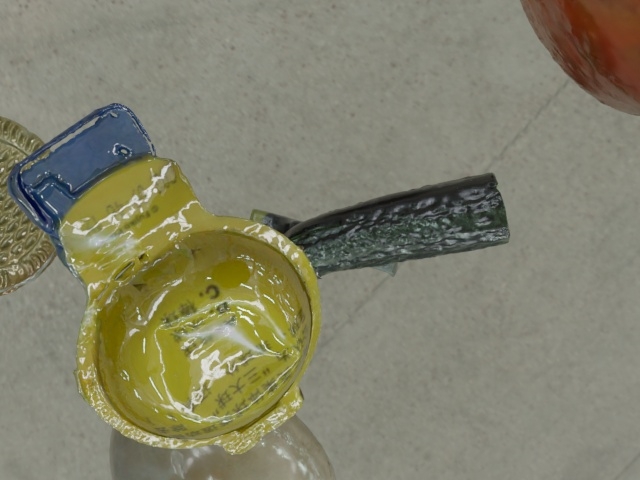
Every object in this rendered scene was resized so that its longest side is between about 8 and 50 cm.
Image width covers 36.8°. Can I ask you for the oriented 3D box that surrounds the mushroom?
[{"bbox_3d":[-0.135,0.333,1.462,0.294,0.362,0.362,-52,137,-41],"label":"mushroom"}]

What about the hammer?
[{"bbox_3d":[0.000,0.000,1.235,0.159,0.226,0.041,18,88,-43],"label":"hammer"}]

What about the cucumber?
[{"bbox_3d":[0.066,-0.011,0.963,0.242,0.074,0.074,-11,125,15],"label":"cucumber"}]

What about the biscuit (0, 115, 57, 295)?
[{"bbox_3d":[-0.450,-0.044,1.274,0.259,0.079,0.259,-6,101,-34],"label":"biscuit"}]

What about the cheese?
[{"bbox_3d":[-0.092,0.038,0.629,0.177,0.069,0.270,-36,122,-10],"label":"cheese"}]

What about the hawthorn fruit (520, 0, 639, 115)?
[{"bbox_3d":[0.174,-0.166,0.414,0.263,0.231,0.235,29,76,-7],"label":"hawthorn fruit"}]
